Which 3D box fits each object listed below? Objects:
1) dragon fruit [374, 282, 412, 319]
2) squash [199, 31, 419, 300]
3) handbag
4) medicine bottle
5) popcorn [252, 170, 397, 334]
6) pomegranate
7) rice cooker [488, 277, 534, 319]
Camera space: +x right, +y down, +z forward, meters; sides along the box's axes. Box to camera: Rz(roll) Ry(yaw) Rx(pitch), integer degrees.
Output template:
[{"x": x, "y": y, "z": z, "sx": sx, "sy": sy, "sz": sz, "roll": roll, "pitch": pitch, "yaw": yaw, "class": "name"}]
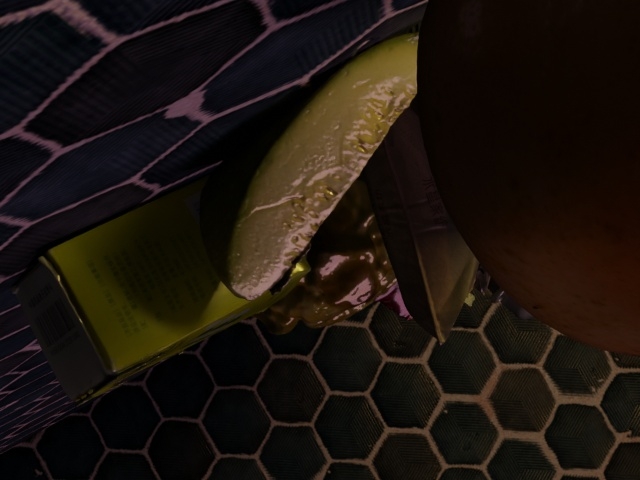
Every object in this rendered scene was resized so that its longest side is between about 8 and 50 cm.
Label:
[{"x": 0.063, "y": -0.038, "z": 1.681, "sx": 0.211, "sy": 0.134, "sz": 0.262, "roll": -47, "pitch": 129, "yaw": 7, "class": "dragon fruit"}, {"x": 0.002, "y": -0.076, "z": 1.120, "sx": 0.252, "sy": 0.093, "sz": 0.169, "roll": -33, "pitch": -141, "yaw": 38, "class": "squash"}, {"x": 0.110, "y": -0.046, "z": 1.307, "sx": 0.117, "sy": 0.270, "sz": 0.182, "roll": -12, "pitch": -169, "yaw": 29, "class": "handbag"}, {"x": -0.152, "y": 0.039, "z": 1.254, "sx": 0.250, "sy": 0.141, "sz": 0.137, "roll": -26, "pitch": 178, "yaw": -32, "class": "medicine bottle"}, {"x": -0.001, "y": -0.002, "z": 1.442, "sx": 0.235, "sy": 0.181, "sz": 0.217, "roll": -34, "pitch": 173, "yaw": 0, "class": "popcorn"}, {"x": 0.263, "y": -0.114, "z": 0.823, "sx": 0.416, "sy": 0.417, "sz": 0.416, "roll": -29, "pitch": 175, "yaw": -3, "class": "pomegranate"}, {"x": 0.267, "y": -0.069, "z": 1.510, "sx": 0.288, "sy": 0.277, "sz": 0.288, "roll": -40, "pitch": 164, "yaw": -14, "class": "rice cooker"}]
